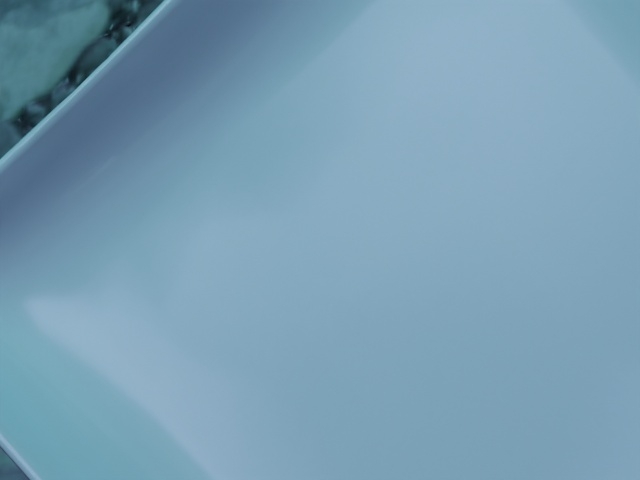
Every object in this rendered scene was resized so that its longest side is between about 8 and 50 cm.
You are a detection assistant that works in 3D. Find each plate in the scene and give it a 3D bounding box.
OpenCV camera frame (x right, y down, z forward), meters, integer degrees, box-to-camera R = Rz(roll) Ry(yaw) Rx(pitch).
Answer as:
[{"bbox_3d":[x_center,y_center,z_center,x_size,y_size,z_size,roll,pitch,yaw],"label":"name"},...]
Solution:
[{"bbox_3d":[0.043,0.023,0.503,0.277,0.045,0.278,-44,81,7],"label":"plate"}]

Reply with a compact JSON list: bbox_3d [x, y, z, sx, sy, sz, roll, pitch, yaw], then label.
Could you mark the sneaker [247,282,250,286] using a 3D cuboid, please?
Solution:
[{"bbox_3d":[0.000,0.000,0.582,0.170,0.068,0.071,-68,20,3],"label":"sneaker"}]
